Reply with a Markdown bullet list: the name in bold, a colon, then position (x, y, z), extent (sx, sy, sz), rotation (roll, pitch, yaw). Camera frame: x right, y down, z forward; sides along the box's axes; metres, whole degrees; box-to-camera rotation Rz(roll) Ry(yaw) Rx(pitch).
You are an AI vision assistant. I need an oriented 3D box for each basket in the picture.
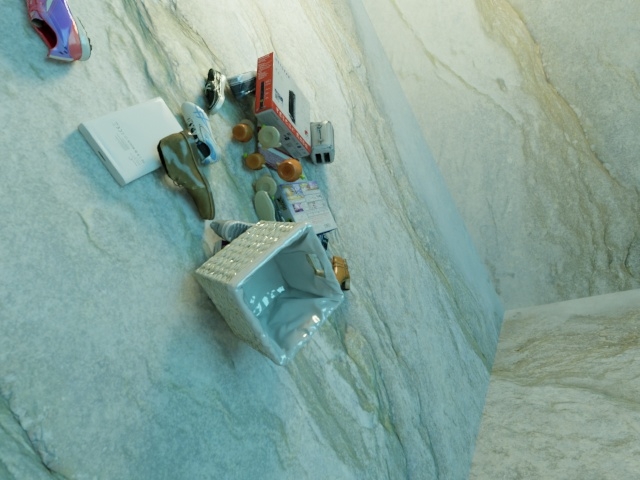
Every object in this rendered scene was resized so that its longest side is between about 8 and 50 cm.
- **basket**: position (-0.158, 0.149, 1.327), extent (0.331, 0.267, 0.328), rotation (-44, 123, -32)

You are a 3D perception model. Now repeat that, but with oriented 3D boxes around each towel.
- **towel**: position (-0.190, -0.454, 1.856), extent (0.237, 0.037, 0.328), rotation (20, 59, -45)

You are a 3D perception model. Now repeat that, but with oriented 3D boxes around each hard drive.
- **hard drive**: position (-0.565, -0.321, 1.320), extent (0.202, 0.040, 0.307), rotation (58, 38, -15)

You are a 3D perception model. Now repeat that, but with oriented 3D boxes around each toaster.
- **toaster**: position (0.005, -0.458, 1.996), extent (0.227, 0.129, 0.146), rotation (78, 8, -76)

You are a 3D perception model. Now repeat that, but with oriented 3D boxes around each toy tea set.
- **toy tea set**: position (-0.211, -0.342, 1.679), extent (0.335, 0.200, 0.124), rotation (64, 13, -7)

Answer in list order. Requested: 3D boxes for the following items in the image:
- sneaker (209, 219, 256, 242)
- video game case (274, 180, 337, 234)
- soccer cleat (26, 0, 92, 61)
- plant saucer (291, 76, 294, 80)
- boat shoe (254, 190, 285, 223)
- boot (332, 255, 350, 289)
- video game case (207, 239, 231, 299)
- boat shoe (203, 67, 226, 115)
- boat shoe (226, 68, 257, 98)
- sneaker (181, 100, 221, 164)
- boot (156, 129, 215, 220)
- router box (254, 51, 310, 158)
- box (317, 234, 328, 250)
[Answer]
- **sneaker**: position (-0.277, -0.032, 1.500), extent (0.281, 0.116, 0.105), rotation (29, 82, -63)
- **video game case**: position (-0.065, -0.134, 1.830), extent (0.270, 0.061, 0.244), rotation (-17, 83, -53)
- **soccer cleat**: position (-0.769, -0.660, 1.170), extent (0.116, 0.109, 0.317), rotation (-33, 103, -48)
- **plant saucer**: position (-0.163, -0.762, 2.039), extent (0.119, 0.021, 0.119), rotation (24, 57, -44)
- **boat shoe**: position (-0.190, -0.091, 1.659), extent (0.232, 0.084, 0.079), rotation (66, 28, -10)
- **boot**: position (0.068, 0.139, 1.883), extent (0.197, 0.073, 0.152), rotation (27, 54, -57)
- **video game case**: position (-0.278, 0.131, 1.472), extent (0.232, 0.042, 0.210), rotation (27, 54, -42)
- **boat shoe**: position (-0.415, -0.571, 1.599), extent (0.070, 0.078, 0.219), rotation (30, 44, -42)
- **boat shoe**: position (-0.285, -0.667, 1.778), extent (0.301, 0.108, 0.102), rotation (-56, 136, -55)
- **sneaker**: position (-0.431, -0.382, 1.479), extent (0.086, 0.085, 0.237), rotation (-35, 101, -57)
- **boot**: position (-0.438, -0.197, 1.369), extent (0.115, 0.112, 0.304), rotation (-30, 112, -35)
- **router box**: position (-0.153, -0.565, 1.780), extent (0.335, 0.082, 0.300), rotation (39, 44, -57)
- **box**: position (0.000, 0.000, 1.900), extent (0.083, 0.018, 0.067), rotation (37, 48, -35)
